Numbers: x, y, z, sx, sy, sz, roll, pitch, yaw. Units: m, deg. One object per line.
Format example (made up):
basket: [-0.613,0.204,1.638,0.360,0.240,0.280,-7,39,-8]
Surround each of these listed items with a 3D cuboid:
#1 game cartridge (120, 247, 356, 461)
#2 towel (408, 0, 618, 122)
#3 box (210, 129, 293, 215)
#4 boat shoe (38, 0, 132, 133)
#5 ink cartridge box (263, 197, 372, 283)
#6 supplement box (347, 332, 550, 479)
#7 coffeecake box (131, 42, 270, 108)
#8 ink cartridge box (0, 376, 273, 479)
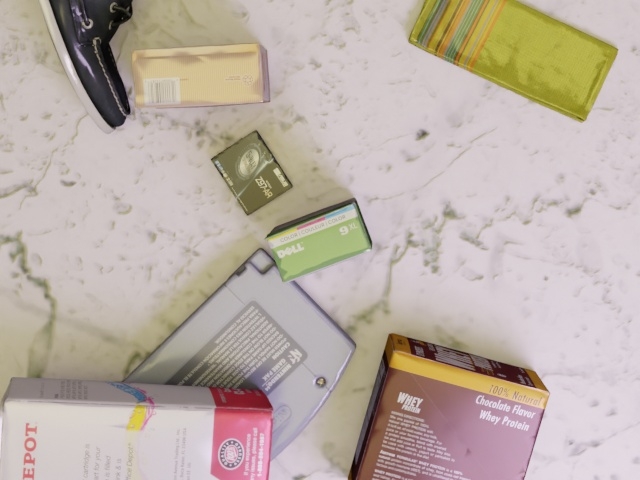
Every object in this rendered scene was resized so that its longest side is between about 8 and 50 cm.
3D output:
game cartridge: [-0.110,0.179,1.799,0.297,0.062,0.198,-44,98,4]
towel: [0.232,-0.234,1.771,0.237,0.021,0.102,25,96,-2]
box: [-0.083,-0.082,1.789,0.067,0.018,0.083,-32,94,4]
boat shoe: [-0.267,-0.289,1.693,0.113,0.127,0.340,-20,109,1]
ink cartridge box: [0.000,0.000,1.700,0.109,0.209,0.062,-20,93,3]
supplement box: [0.149,0.235,1.763,0.191,0.129,0.194,15,96,-1]
coffeecake box: [-0.133,-0.187,1.696,0.142,0.185,0.068,-3,95,1]
ink cartridge box: [-0.216,0.281,1.700,0.306,0.131,0.226,5,97,-8]
